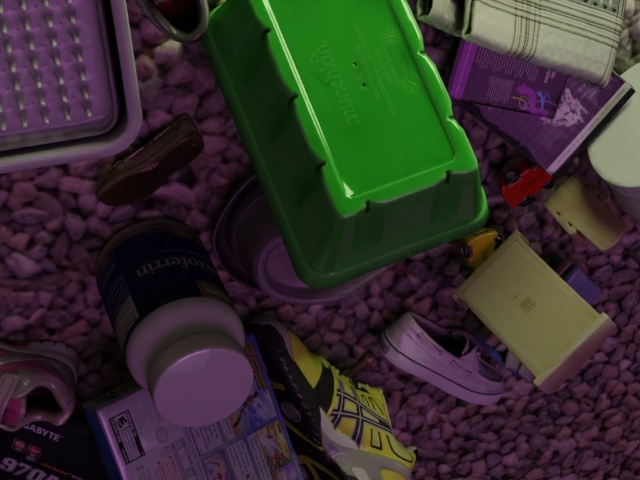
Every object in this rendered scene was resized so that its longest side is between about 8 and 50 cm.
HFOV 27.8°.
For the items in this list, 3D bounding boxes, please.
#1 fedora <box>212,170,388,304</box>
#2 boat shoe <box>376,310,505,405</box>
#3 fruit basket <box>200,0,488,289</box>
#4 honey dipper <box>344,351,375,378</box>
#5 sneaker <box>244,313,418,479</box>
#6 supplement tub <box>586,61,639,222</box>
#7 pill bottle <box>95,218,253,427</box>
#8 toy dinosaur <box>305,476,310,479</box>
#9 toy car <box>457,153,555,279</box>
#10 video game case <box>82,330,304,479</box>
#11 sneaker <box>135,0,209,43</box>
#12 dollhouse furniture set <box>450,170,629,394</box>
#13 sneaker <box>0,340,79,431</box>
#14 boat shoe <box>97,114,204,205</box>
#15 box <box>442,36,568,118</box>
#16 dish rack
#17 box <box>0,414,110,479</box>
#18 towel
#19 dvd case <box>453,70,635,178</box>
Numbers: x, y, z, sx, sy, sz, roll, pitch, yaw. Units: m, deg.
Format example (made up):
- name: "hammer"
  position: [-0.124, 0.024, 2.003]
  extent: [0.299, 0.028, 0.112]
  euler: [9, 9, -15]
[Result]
- name: "fedora"
  position: [0.000, 0.000, 1.735]
  extent: [0.276, 0.124, 0.243]
  euler: [1, 125, -25]
- name: "boat shoe"
  position: [0.206, 0.180, 1.990]
  extent: [0.258, 0.095, 0.084]
  euler: [23, 117, -37]
- name: "fruit basket"
  position: [0.042, -0.143, 1.554]
  extent: [0.283, 0.392, 0.392]
  euler: [-20, 131, -10]
- name: "honey dipper"
  position: [0.023, 0.229, 1.986]
  extent: [0.161, 0.030, 0.030]
  euler: [-41, 131, 5]
- name: "sneaker"
  position: [0.008, 0.247, 1.920]
  extent: [0.147, 0.145, 0.384]
  euler: [-48, 120, -30]
- name: "supplement tub"
  position: [0.557, -0.100, 1.843]
  extent: [0.331, 0.241, 0.241]
  euler: [30, 109, -38]
- name: "pill bottle"
  position: [-0.183, 0.103, 1.633]
  extent: [0.153, 0.264, 0.153]
  euler: [-13, 130, -16]
- name: "toy dinosaur"
  position: [0.031, 0.361, 2.085]
  extent: [0.090, 0.047, 0.082]
  euler: [8, 103, -18]
- name: "toy car"
  position: [0.206, -0.051, 1.841]
  extent: [0.225, 0.053, 0.239]
  euler: [12, 118, -31]
- name: "video game case"
  position: [-0.162, 0.292, 1.750]
  extent: [0.244, 0.061, 0.269]
  euler: [-24, 104, -27]
- name: "sneaker"
  position: [-0.192, -0.328, 1.407]
  extent: [0.100, 0.108, 0.271]
  euler: [-32, 131, 2]
- name: "dollhouse furniture set"
  position: [0.390, 0.109, 1.919]
  extent: [0.286, 0.198, 0.303]
  euler: [-45, 145, 6]
- name: "sneaker"
  position: [-0.427, 0.187, 1.686]
  extent: [0.252, 0.111, 0.103]
  euler: [4, 123, -27]
- name: "boat shoe"
  position: [-0.216, -0.099, 1.619]
  extent: [0.153, 0.048, 0.056]
  euler: [-36, 144, 12]
- name: "box"
  position: [0.249, -0.230, 1.704]
  extent: [0.162, 0.029, 0.116]
  euler: [10, 115, -12]
- name: "dish rack"
  position: [-0.375, -0.204, 1.416]
  extent: [0.333, 0.072, 0.285]
  euler: [-9, 128, -8]
- name: "box"
  position: [-0.356, 0.331, 1.792]
  extent: [0.220, 0.051, 0.175]
  euler: [24, 108, -4]
- name: "towel"
  position: [0.265, -0.362, 1.528]
  extent: [0.324, 0.056, 0.312]
  euler: [12, 90, -37]
- name: "dvd case"
  position: [0.295, -0.205, 1.750]
  extent: [0.221, 0.018, 0.164]
  euler: [34, 106, -21]
